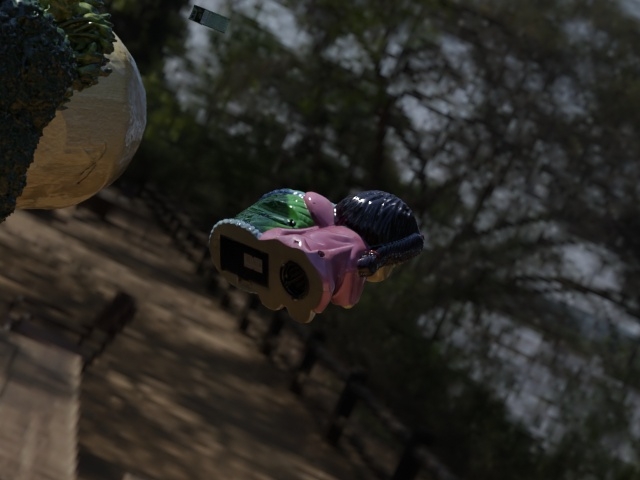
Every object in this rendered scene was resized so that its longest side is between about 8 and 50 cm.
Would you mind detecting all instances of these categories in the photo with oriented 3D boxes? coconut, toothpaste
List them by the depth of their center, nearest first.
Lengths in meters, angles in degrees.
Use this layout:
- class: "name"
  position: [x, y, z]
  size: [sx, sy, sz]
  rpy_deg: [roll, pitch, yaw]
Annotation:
- class: "toothpaste"
  position: [-0.133, -0.266, 1.750]
  size: [0.017, 0.020, 0.083]
  rpy_deg: [24, 7, 16]
- class: "coconut"
  position: [-0.476, -0.217, 2.272]
  size: [0.360, 0.346, 0.346]
  rpy_deg: [8, 12, -43]

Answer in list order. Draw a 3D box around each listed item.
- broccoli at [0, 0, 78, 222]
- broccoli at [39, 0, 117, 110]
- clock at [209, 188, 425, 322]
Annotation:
- class: "broccoli"
  position: [-0.373, -0.138, 1.198]
  size: [0.283, 0.321, 0.303]
  rpy_deg: [32, -39, 40]
- class: "broccoli"
  position: [-0.428, -0.261, 1.908]
  size: [0.248, 0.288, 0.245]
  rpy_deg: [56, 15, 2]
- class: "clock"
  position: [0.000, 0.000, 1.666]
  size: [0.194, 0.100, 0.195]
  rpy_deg: [24, 35, 38]
